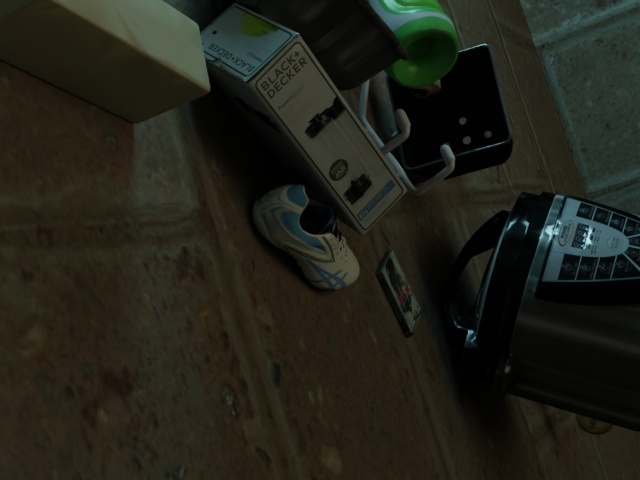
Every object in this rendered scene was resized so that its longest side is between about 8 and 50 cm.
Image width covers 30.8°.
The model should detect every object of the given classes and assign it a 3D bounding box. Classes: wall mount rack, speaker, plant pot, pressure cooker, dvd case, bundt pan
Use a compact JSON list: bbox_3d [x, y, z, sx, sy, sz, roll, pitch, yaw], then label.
[{"bbox_3d":[0.069,-0.226,1.813,0.304,0.130,0.350,58,15,24],"label":"wall mount rack"},{"bbox_3d":[0.106,-0.368,1.775,0.131,0.131,0.296,43,18,-48],"label":"speaker"},{"bbox_3d":[0.241,-0.202,2.034,0.167,0.187,0.188,41,37,-64],"label":"plant pot"},{"bbox_3d":[0.426,0.114,2.004,0.370,0.420,0.375,-10,115,-73],"label":"pressure cooker"},{"bbox_3d":[0.125,0.083,1.831,0.119,0.013,0.087,65,23,-15],"label":"dvd case"},{"bbox_3d":[-0.033,-0.326,1.549,0.331,0.124,0.331,47,6,-6],"label":"bundt pan"}]

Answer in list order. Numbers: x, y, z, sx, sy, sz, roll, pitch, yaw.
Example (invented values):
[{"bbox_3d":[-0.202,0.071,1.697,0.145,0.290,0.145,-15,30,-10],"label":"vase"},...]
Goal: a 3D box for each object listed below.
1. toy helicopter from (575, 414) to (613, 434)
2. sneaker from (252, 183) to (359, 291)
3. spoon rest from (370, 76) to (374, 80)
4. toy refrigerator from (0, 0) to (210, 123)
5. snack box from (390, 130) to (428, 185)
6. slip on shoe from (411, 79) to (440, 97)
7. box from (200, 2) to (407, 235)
[{"bbox_3d":[0.528,0.223,2.352,0.355,0.235,0.140,68,22,-7],"label":"toy helicopter"},{"bbox_3d":[0.000,0.000,1.519,0.237,0.086,0.085,40,35,-53],"label":"sneaker"},{"bbox_3d":[0.047,-0.401,1.988,0.137,0.084,0.276,-51,132,-63],"label":"spoon rest"},{"bbox_3d":[-0.227,-0.210,1.144,0.269,0.102,0.094,22,52,-61],"label":"toy refrigerator"},{"bbox_3d":[0.178,-0.170,2.125,0.100,0.037,0.141,64,25,-12],"label":"snack box"},{"bbox_3d":[0.160,-0.244,1.835,0.135,0.051,0.041,33,68,-78],"label":"slip on shoe"},{"bbox_3d":[-0.026,-0.152,1.472,0.169,0.087,0.290,36,-11,51],"label":"box"}]
